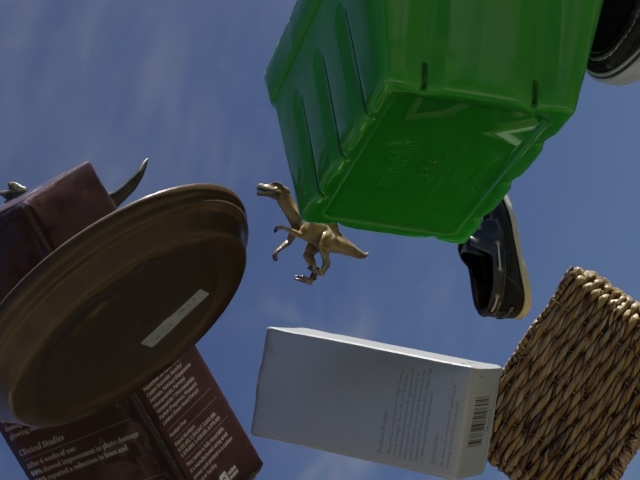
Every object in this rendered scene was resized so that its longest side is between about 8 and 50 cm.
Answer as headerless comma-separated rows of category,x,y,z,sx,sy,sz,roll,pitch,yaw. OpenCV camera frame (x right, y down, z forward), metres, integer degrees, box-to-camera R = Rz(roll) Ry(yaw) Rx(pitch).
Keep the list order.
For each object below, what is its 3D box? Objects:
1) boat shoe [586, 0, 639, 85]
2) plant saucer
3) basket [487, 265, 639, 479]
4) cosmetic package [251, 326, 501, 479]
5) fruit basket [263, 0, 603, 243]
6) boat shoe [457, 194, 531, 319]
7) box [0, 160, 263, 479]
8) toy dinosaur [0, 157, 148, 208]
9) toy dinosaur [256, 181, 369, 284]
boat shoe,0.283,-0.273,1.458,0.102,0.108,0.301,-3,-51,-38
plant saucer,-0.165,0.063,1.378,0.278,0.041,0.278,-35,-22,-16
basket,0.373,0.222,2.253,0.299,0.223,0.213,-57,-27,2
cosmetic package,0.054,0.161,1.678,0.085,0.231,0.117,8,-87,-64
fruit basket,0.118,-0.220,1.515,0.392,0.283,0.392,-172,90,-78
boat shoe,0.235,0.002,2.377,0.079,0.233,0.084,-1,-24,-25
box,-0.245,0.133,1.737,0.381,0.191,0.143,61,-148,-10
toy dinosaur,-0.331,0.006,1.947,0.313,0.121,0.160,-49,-24,-20
toy dinosaur,0.000,0.000,1.877,0.183,0.053,0.092,35,-119,-33
